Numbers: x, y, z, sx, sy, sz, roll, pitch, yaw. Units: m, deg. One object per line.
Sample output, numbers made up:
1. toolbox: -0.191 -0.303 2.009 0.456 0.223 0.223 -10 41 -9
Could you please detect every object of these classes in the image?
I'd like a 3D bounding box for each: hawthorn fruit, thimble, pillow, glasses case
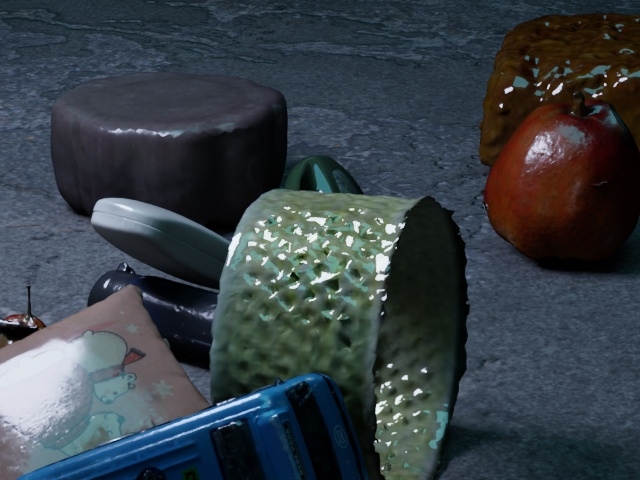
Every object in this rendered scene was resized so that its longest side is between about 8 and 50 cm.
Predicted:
1. hawthorn fruit: -0.295 0.090 1.559 0.066 0.103 0.067 18 17 -6
2. thimble: 0.023 0.088 1.341 0.150 0.271 0.271 5 23 20
3. hawthorn fruit: 0.286 -0.076 1.798 0.185 0.202 0.185 5 27 -3
4. pillow: -0.213 0.156 1.362 0.236 0.084 0.223 -21 53 -22
5. glasses case: -0.149 0.007 1.629 0.092 0.059 0.233 12 -11 33

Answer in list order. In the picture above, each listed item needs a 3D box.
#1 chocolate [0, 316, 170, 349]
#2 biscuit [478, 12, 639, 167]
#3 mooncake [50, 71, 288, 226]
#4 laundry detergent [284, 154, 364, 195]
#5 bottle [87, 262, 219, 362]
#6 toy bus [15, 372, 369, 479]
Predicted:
1. chocolate: -0.302 0.125 1.499 0.329 0.102 0.065 2 -5 9
2. biscuit: 0.426 -0.206 2.149 0.395 0.166 0.342 3 21 13
3. mooncake: -0.190 -0.117 1.982 0.306 0.154 0.306 -1 24 0
4. laundry detergent: 0.000 0.000 1.723 0.078 0.144 0.222 -24 21 21
5. bottle: -0.132 0.086 1.600 0.244 0.072 0.082 15 69 32
6. toy bus: -0.097 0.186 1.170 0.246 0.113 0.134 -20 -8 15
